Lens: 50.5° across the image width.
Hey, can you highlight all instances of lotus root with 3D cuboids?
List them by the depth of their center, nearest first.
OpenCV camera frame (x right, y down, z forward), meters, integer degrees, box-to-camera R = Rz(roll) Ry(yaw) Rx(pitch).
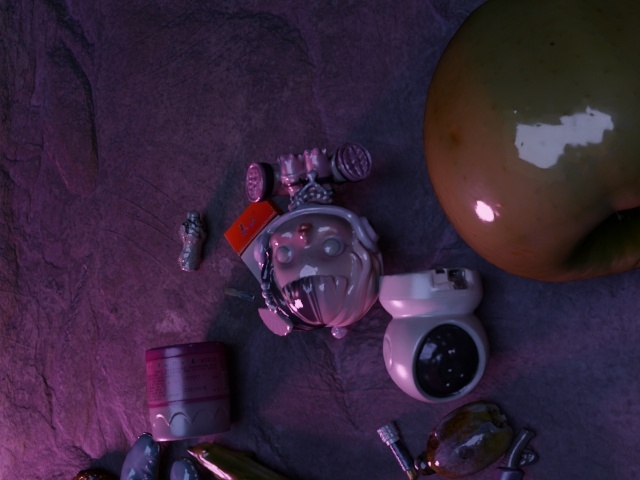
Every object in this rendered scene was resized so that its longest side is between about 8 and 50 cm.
[{"bbox_3d":[0.251,0.364,1.216,0.192,0.088,0.113,-40,43,20],"label":"lotus root"}]

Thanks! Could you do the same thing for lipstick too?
[{"bbox_3d":[0.152,0.405,1.297,0.037,0.037,0.116,-38,71,20],"label":"lipstick"}]

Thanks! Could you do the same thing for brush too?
[{"bbox_3d":[-0.184,0.120,1.529,0.084,0.013,0.016,12,92,31],"label":"brush"}]

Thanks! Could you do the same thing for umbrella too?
[{"bbox_3d":[-0.299,0.001,1.580,0.062,0.067,0.143,10,96,59],"label":"umbrella"}]

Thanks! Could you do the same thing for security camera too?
[{"bbox_3d":[0.201,0.170,1.214,0.194,0.194,0.236,-4,85,29],"label":"security camera"}]

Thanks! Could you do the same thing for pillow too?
[{"bbox_3d":[-0.354,0.560,1.521,0.233,0.086,0.214,19,102,30],"label":"pillow"}]

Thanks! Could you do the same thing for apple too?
[{"bbox_3d":[0.373,-0.167,1.017,0.474,0.473,0.473,-4,82,29],"label":"apple"}]

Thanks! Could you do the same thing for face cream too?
[{"bbox_3d":[-0.284,0.323,1.468,0.175,0.175,0.195,-14,76,27],"label":"face cream"}]

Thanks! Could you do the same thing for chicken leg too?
[{"bbox_3d":[-0.527,0.611,1.633,0.234,0.063,0.105,27,92,31],"label":"chicken leg"}]

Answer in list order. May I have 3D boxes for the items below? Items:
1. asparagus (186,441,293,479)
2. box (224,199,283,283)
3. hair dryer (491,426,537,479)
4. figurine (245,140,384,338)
[{"bbox_3d":[-0.141,0.500,1.422,0.343,0.085,0.082,14,102,35],"label":"asparagus"},{"bbox_3d":[-0.099,0.027,1.481,0.139,0.035,0.245,-46,66,17],"label":"box"},{"bbox_3d":[0.354,0.502,1.145,0.301,0.121,0.361,1,79,20],"label":"hair dryer"},{"bbox_3d":[0.008,-0.002,1.305,0.253,0.211,0.361,-15,69,30],"label":"figurine"}]
